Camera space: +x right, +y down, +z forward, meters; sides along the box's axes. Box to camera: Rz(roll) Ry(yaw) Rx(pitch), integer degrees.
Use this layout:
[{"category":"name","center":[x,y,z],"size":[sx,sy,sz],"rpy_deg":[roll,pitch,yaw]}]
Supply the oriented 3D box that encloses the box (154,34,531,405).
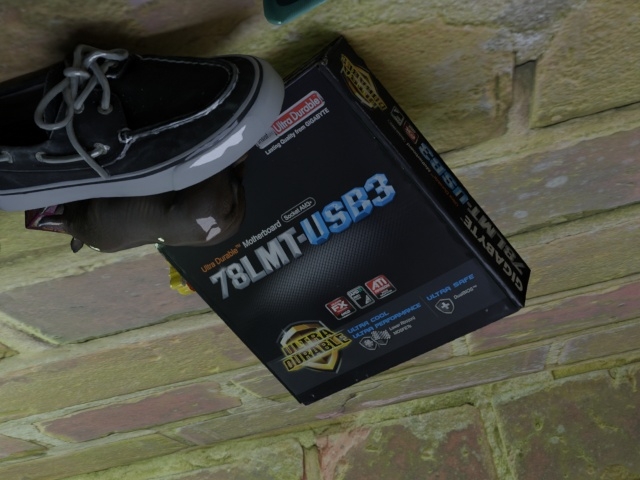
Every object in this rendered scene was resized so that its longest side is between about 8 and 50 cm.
[{"category":"box","center":[0.000,0.000,0.847],"size":[0.295,0.073,0.293],"rpy_deg":[-29,110,35]}]

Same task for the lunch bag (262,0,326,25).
[{"category":"lunch bag","center":[0.028,-0.223,0.443],"size":[0.223,0.160,0.262],"rpy_deg":[-21,180,14]}]

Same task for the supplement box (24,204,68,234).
[{"category":"supplement box","center":[-0.261,-0.044,0.883],"size":[0.055,0.043,0.083],"rpy_deg":[9,149,-39]}]

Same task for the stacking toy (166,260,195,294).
[{"category":"stacking toy","center":[-0.142,-0.002,1.025],"size":[0.167,0.052,0.221],"rpy_deg":[-18,156,16]}]

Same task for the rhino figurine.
[{"category":"rhino figurine","center":[-0.164,-0.038,0.766],"size":[0.243,0.106,0.073],"rpy_deg":[-5,153,28]}]

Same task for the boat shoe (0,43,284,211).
[{"category":"boat shoe","center":[-0.182,-0.104,0.699],"size":[0.306,0.113,0.105],"rpy_deg":[-6,149,25]}]
